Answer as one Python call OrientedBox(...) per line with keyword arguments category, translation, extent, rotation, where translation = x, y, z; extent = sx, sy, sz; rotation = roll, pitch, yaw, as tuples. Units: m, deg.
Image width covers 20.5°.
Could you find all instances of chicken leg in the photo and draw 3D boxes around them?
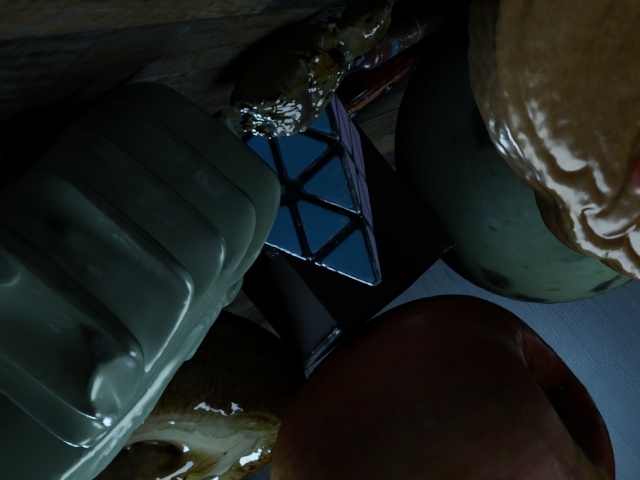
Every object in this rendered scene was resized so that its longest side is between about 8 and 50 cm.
OrientedBox(category="chicken leg", translation=(-0.005, -0.143, 1.405), extent=(0.198, 0.069, 0.085), rotation=(-44, 155, -40))

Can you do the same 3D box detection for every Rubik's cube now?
OrientedBox(category="Rubik's cube", translation=(-0.002, -0.106, 1.673), extent=(0.190, 0.211, 0.178), rotation=(-60, 165, -45))

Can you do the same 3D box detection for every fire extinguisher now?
OrientedBox(category="fire extinguisher", translation=(0.061, -0.186, 1.600), extent=(0.132, 0.039, 0.056), rotation=(-35, 164, -39))

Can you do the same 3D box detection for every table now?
OrientedBox(category="table", translation=(0.000, 0.000, 1.892), extent=(0.169, 0.193, 0.172), rotation=(-37, 175, -24))

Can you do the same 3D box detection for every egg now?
OrientedBox(category="egg", translation=(0.251, -0.108, 1.928), extent=(0.345, 0.345, 0.428), rotation=(-39, 165, -5))

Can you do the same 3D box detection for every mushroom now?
OrientedBox(category="mushroom", translation=(-0.173, 0.189, 1.993), extent=(0.345, 0.239, 0.345), rotation=(-8, -178, 0))

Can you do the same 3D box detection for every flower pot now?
OrientedBox(category="flower pot", translation=(-0.189, 0.080, 1.155), extent=(0.367, 0.164, 0.254), rotation=(-53, -179, 28))

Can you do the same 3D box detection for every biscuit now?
OrientedBox(category="biscuit", translation=(0.308, -0.154, 1.675), extent=(0.078, 0.455, 0.350), rotation=(26, -97, 51))

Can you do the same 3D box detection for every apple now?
OrientedBox(category="apple", translation=(0.124, 0.245, 1.872), extent=(0.364, 0.364, 0.364), rotation=(-39, 175, -4))

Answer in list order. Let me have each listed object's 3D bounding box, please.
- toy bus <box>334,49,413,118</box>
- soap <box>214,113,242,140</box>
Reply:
OrientedBox(category="toy bus", translation=(0.045, -0.156, 1.774), extent=(0.110, 0.031, 0.043), rotation=(-39, 173, -22))
OrientedBox(category="soap", translation=(-0.142, -0.019, 1.456), extent=(0.183, 0.064, 0.121), rotation=(-35, 174, -37))
